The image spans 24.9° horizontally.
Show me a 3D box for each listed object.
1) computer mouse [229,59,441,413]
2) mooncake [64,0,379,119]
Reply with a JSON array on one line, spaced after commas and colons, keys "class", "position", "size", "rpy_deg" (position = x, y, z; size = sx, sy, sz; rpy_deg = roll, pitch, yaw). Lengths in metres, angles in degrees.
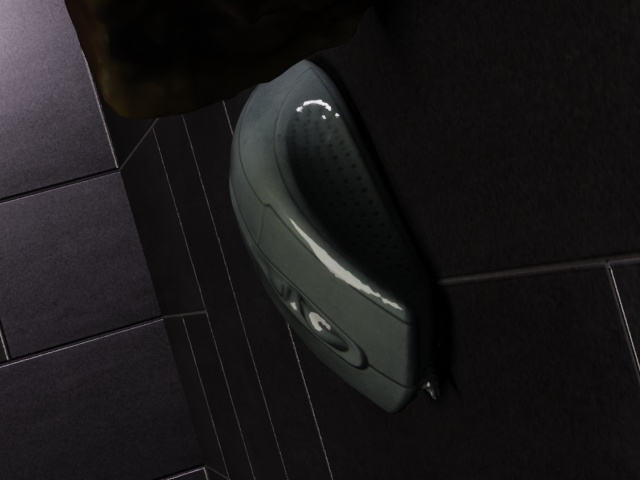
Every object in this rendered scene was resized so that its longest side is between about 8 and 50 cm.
[{"class": "computer mouse", "position": [0.000, 0.000, 1.298], "size": [0.188, 0.122, 0.371], "rpy_deg": [93, 154, -55]}, {"class": "mooncake", "position": [-0.054, -0.233, 0.949], "size": [0.394, 0.246, 0.393], "rpy_deg": [51, 163, 47]}]
